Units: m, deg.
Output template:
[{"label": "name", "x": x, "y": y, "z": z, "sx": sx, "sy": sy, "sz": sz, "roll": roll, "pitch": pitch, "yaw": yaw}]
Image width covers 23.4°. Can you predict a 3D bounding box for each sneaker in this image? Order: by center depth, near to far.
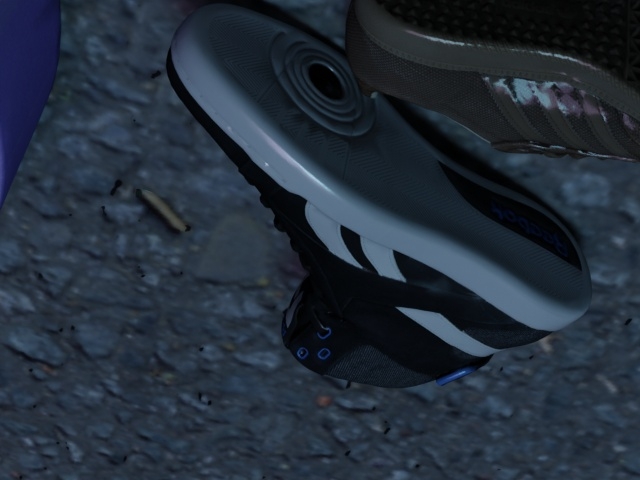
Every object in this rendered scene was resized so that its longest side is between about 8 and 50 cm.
[{"label": "sneaker", "x": 0.102, "y": -0.063, "z": 0.599, "sx": 0.188, "sy": 0.066, "sz": 0.071, "roll": 18, "pitch": 153, "yaw": 1}, {"label": "sneaker", "x": 0.000, "y": 0.000, "z": 0.660, "sx": 0.217, "sy": 0.079, "sz": 0.121, "roll": 34, "pitch": 131, "yaw": -23}]

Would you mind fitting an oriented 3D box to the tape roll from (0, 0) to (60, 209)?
[{"label": "tape roll", "x": -0.249, "y": -0.086, "z": 0.624, "sx": 0.274, "sy": 0.090, "sz": 0.275, "roll": 6, "pitch": 135, "yaw": 6}]
